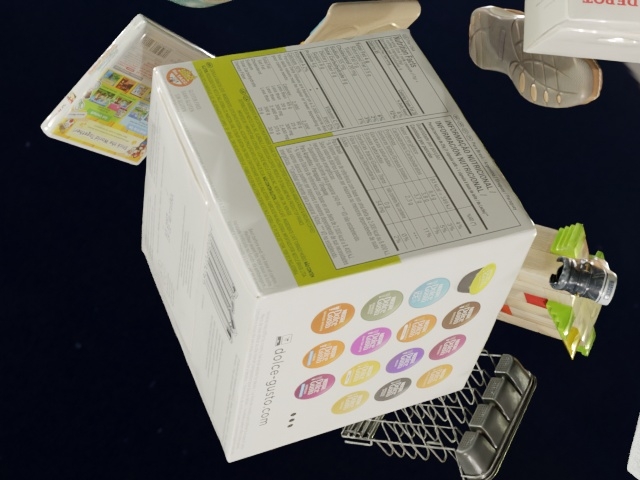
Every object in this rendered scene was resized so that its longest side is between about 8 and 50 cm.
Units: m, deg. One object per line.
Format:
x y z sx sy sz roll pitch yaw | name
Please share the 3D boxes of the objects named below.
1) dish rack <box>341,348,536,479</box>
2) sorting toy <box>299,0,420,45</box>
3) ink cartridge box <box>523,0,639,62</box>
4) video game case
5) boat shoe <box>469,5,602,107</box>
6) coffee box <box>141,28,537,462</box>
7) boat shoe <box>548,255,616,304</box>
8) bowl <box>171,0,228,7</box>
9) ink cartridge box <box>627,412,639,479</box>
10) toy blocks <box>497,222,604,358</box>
0.169 0.253 1.743 0.208 0.272 0.074 -56 -51 -34 | dish rack
0.038 -0.321 1.858 0.193 0.208 0.038 -12 -112 -37 | sorting toy
0.343 -0.341 1.335 0.171 0.168 0.232 3 -95 -7 | ink cartridge box
-0.256 -0.204 1.604 0.026 0.206 0.227 48 -168 20 | video game case
0.341 -0.287 1.729 0.117 0.123 0.324 -5 -152 -20 | boat shoe
0.000 0.000 1.371 0.335 0.337 0.338 -13 -125 -21 | coffee box
0.383 0.049 1.708 0.083 0.065 0.183 19 -176 1 | boat shoe
-0.140 -0.413 1.409 0.163 0.311 0.312 46 -146 22 | bowl
0.697 0.303 2.168 0.071 0.330 0.324 30 -131 30 | ink cartridge box
0.379 0.068 2.173 0.261 0.381 0.190 17 -111 27 | toy blocks
